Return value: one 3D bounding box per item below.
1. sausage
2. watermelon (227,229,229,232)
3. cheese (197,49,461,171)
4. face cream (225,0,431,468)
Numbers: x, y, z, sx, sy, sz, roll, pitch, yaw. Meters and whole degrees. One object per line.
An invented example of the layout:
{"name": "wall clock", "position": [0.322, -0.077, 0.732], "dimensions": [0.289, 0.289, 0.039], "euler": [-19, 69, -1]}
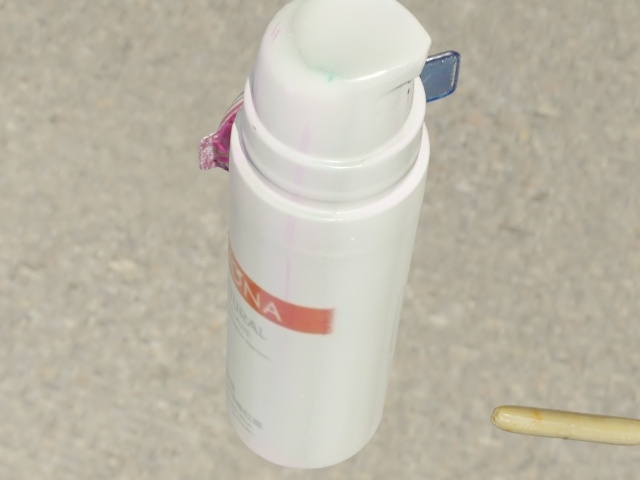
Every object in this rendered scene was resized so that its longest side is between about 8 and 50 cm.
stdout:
{"name": "sausage", "position": [0.196, 0.146, 1.501], "dimensions": [0.132, 0.024, 0.024], "euler": [8, 142, -20]}
{"name": "watermelon", "position": [-0.037, -0.014, 1.749], "dimensions": [0.085, 0.085, 0.061], "euler": [15, 124, 4]}
{"name": "cheese", "position": [0.007, -0.113, 1.660], "dimensions": [0.244, 0.062, 0.155], "euler": [-19, 157, -9]}
{"name": "face cream", "position": [0.000, 0.000, 1.004], "dimensions": [0.102, 0.102, 0.345], "euler": [13, 145, 6]}
